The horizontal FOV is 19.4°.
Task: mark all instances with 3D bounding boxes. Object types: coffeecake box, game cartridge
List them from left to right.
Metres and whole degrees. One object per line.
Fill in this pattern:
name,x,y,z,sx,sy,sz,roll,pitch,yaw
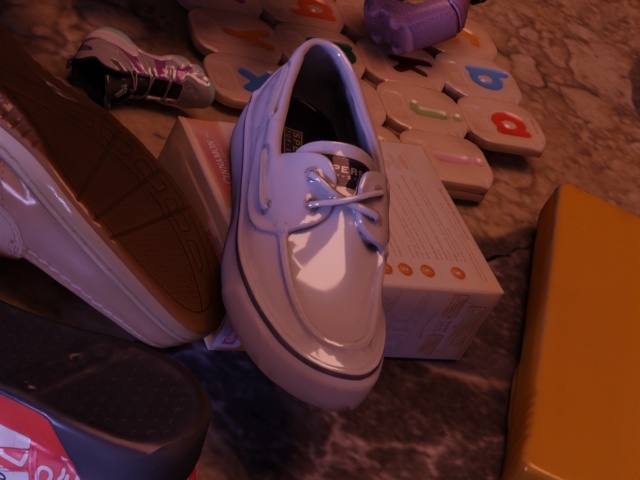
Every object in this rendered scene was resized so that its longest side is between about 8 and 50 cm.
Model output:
coffeecake box,0.000,0.000,1.174,0.185,0.068,0.142,5,42,-32
game cartridge,0.261,0.118,1.235,0.285,0.053,0.324,26,36,-5

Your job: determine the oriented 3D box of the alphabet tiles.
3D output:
alphabet tiles,0.027,-0.133,1.417,0.278,0.021,0.284,7,39,-26

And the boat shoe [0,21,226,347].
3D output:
boat shoe,-0.181,-0.040,1.074,0.302,0.098,0.109,44,25,0

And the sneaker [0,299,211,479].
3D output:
sneaker,-0.186,0.079,0.870,0.270,0.145,0.090,25,39,9

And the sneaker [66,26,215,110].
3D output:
sneaker,-0.124,-0.103,1.254,0.098,0.038,0.069,22,34,6

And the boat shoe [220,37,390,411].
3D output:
boat shoe,-0.004,-0.020,1.060,0.095,0.084,0.258,13,39,-24

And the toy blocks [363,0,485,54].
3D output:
toy blocks,-0.066,-0.252,1.351,0.288,0.309,0.260,31,66,28
